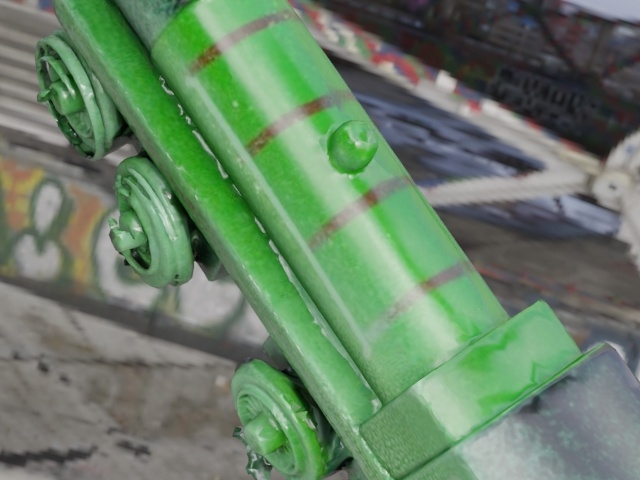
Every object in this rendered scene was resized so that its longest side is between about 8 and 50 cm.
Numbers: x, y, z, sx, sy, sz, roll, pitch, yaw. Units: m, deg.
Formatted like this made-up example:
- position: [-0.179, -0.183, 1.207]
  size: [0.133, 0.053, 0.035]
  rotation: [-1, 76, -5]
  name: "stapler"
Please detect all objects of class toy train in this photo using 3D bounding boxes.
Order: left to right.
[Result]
- position: [0.000, 0.000, 0.412]
  size: [0.085, 0.119, 0.251]
  rotation: [-30, 81, -25]
  name: "toy train"
